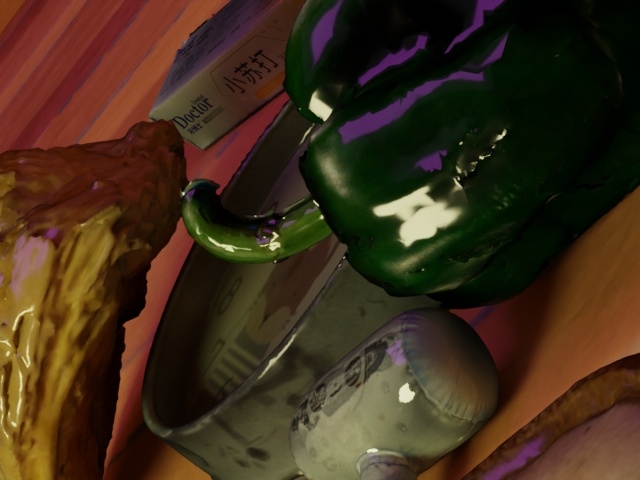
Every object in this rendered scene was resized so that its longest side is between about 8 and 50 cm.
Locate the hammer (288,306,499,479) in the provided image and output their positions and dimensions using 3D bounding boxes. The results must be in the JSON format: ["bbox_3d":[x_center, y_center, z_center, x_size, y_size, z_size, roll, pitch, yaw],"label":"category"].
[{"bbox_3d":[0.033,0.129,0.856,0.116,0.069,0.194,-41,32,40],"label":"hammer"}]

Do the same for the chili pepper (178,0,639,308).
[{"bbox_3d":[0.051,-0.051,0.903,0.261,0.165,0.174,-36,61,34],"label":"chili pepper"}]

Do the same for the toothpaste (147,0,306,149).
[{"bbox_3d":[-0.043,-0.172,1.518,0.313,0.071,0.089,-30,35,55],"label":"toothpaste"}]

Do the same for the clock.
[{"bbox_3d":[0.000,0.000,1.130,0.325,0.067,0.325,-50,19,25],"label":"clock"}]

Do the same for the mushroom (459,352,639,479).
[{"bbox_3d":[0.098,0.140,0.567,0.231,0.138,0.194,-43,7,9],"label":"mushroom"}]

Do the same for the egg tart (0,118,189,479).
[{"bbox_3d":[-0.189,0.069,1.229,0.351,0.153,0.340,-73,-2,-64],"label":"egg tart"}]
